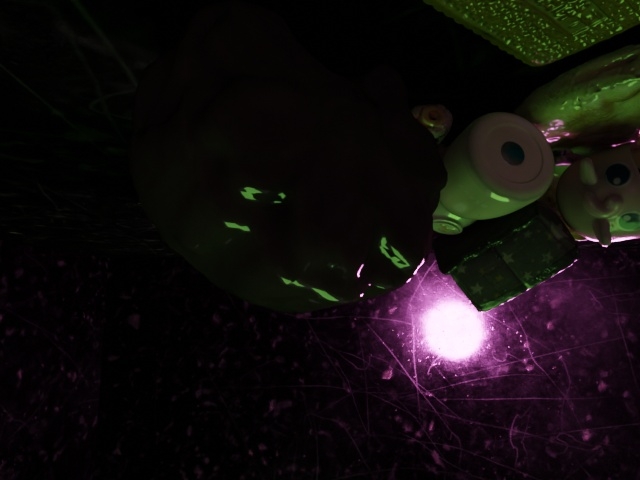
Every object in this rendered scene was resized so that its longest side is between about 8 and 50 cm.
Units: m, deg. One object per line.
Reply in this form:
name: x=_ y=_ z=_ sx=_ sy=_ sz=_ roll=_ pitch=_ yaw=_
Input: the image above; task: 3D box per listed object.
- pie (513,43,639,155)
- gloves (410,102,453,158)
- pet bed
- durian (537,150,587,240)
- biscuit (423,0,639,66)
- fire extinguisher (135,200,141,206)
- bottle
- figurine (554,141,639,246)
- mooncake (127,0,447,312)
pie: x=0.452 y=-0.197 z=0.642 sx=0.338 sy=0.075 sz=0.337 roll=3 pitch=176 yaw=0
gloves: x=0.175 y=-0.174 z=0.733 sx=0.111 sy=0.094 sz=0.144 roll=-14 pitch=161 yaw=12
pet bed: x=0.334 y=0.003 z=0.782 sx=0.211 sy=0.159 sz=0.183 roll=-39 pitch=176 yaw=27
durian: x=0.439 y=-0.092 z=0.929 sx=0.395 sy=0.198 sz=0.163 roll=1 pitch=173 yaw=6
biscuit: x=0.232 y=-0.248 z=0.416 sx=0.255 sy=0.029 sz=0.172 roll=5 pitch=170 yaw=-35
fire extinguisher: x=-0.486 y=-0.114 z=1.289 sx=0.078 sy=0.045 sz=0.157 roll=-30 pitch=166 yaw=7
bottle: x=0.251 y=-0.093 z=0.705 sx=0.148 sy=0.147 sz=0.236 roll=1 pitch=164 yaw=-12
figurine: x=0.511 y=-0.091 z=0.699 sx=0.186 sy=0.176 sz=0.288 roll=-22 pitch=169 yaw=41
mooncake: x=-0.017 y=-0.090 z=0.520 sx=0.381 sy=0.350 sz=0.212 roll=-6 pitch=168 yaw=-39
